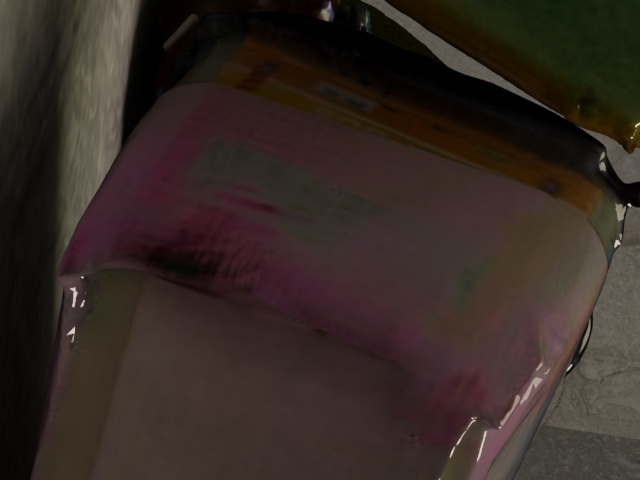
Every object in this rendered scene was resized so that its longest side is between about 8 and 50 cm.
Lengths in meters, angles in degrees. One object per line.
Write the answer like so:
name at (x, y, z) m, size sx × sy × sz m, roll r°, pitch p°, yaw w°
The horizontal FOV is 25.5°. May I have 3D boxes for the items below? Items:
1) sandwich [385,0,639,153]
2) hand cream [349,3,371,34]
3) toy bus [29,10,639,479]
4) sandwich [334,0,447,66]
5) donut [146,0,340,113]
sandwich at (0.021, -0.126, 0.511) m, size 0.063 × 0.212 × 0.245 m, roll -62°, pitch -162°, yaw 19°
hand cream at (0.014, -0.019, 0.789) m, size 0.083 × 0.048 × 0.224 m, roll -70°, pitch 165°, yaw -80°
toy bus at (-0.034, 0.124, 0.528) m, size 0.162 × 0.171 × 0.386 m, roll -49°, pitch 159°, yaw -53°
sandwich at (0.000, 0.000, 0.958) m, size 0.250 × 0.162 × 0.301 m, roll 43°, pitch -74°, yaw 39°
donut at (-0.045, -0.066, 0.761) m, size 0.230 × 0.096 × 0.216 m, roll -82°, pitch 179°, yaw -63°
